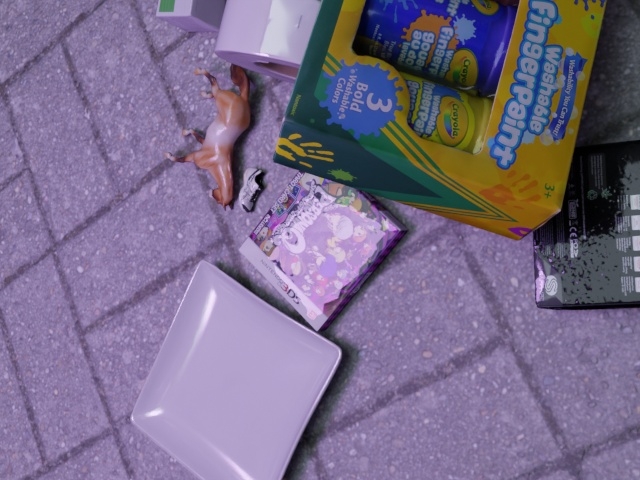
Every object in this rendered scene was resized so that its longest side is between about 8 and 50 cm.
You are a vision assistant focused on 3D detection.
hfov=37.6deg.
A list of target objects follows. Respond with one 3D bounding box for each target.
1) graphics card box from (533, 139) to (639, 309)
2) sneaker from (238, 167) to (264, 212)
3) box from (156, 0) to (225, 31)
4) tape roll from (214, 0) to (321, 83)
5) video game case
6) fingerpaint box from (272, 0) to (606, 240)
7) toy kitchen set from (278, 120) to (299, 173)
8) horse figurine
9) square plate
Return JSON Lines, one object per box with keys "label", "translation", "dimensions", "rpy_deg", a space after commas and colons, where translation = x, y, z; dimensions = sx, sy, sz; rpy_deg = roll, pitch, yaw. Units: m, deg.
{"label": "graphics card box", "translation": [0.480, -0.024, 1.290], "dimensions": [0.370, 0.094, 0.233], "rpy_deg": [-6, 83, 29]}
{"label": "sneaker", "translation": [-0.122, -0.090, 1.693], "dimensions": [0.037, 0.032, 0.083], "rpy_deg": [8, 90, 31]}
{"label": "box", "translation": [-0.239, -0.452, 1.757], "dimensions": [0.087, 0.102, 0.101], "rpy_deg": [8, 88, 29]}
{"label": "tape roll", "translation": [-0.024, -0.312, 1.508], "dimensions": [0.286, 0.286, 0.100], "rpy_deg": [17, 93, 31]}
{"label": "video game case", "translation": [0.000, 0.000, 1.594], "dimensions": [0.210, 0.042, 0.232], "rpy_deg": [45, 108, 19]}
{"label": "fingerpaint box", "translation": [0.177, -0.274, 1.287], "dimensions": [0.371, 0.163, 0.445], "rpy_deg": [18, 74, -3]}
{"label": "toy kitchen set", "translation": [-0.052, -0.159, 1.632], "dimensions": [0.068, 0.075, 0.083], "rpy_deg": [-5, 83, 32]}
{"label": "horse figurine", "translation": [-0.189, -0.209, 1.726], "dimensions": [0.174, 0.066, 0.263], "rpy_deg": [32, 104, 35]}
{"label": "square plate", "translation": [-0.152, 0.261, 1.666], "dimensions": [0.344, 0.049, 0.347], "rpy_deg": [31, 101, 30]}
